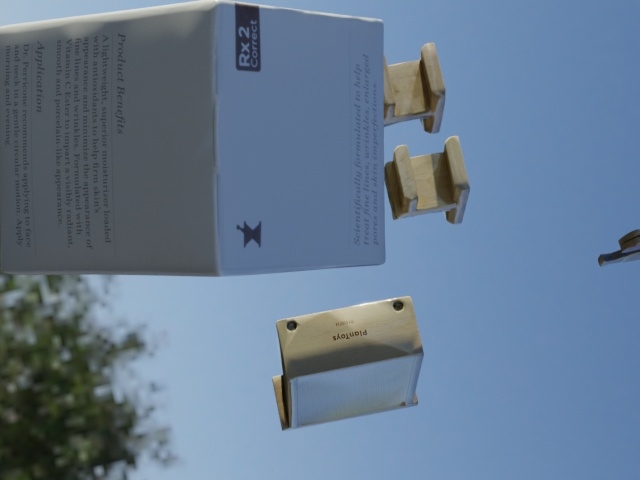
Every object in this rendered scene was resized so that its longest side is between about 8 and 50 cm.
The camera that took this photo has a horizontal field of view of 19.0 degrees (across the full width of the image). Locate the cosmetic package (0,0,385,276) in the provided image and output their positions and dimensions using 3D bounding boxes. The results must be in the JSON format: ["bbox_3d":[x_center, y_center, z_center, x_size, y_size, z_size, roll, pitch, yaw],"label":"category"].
[{"bbox_3d":[-0.076,-0.056,1.133,0.183,0.151,0.151,1,-88,39],"label":"cosmetic package"}]

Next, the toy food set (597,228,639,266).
[{"bbox_3d":[0.270,-0.010,1.426,0.078,0.122,0.019,120,-42,-71],"label":"toy food set"}]

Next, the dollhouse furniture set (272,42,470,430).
[{"bbox_3d":[0.000,0.000,1.429,0.161,0.212,0.242,92,-12,-71],"label":"dollhouse furniture set"}]
